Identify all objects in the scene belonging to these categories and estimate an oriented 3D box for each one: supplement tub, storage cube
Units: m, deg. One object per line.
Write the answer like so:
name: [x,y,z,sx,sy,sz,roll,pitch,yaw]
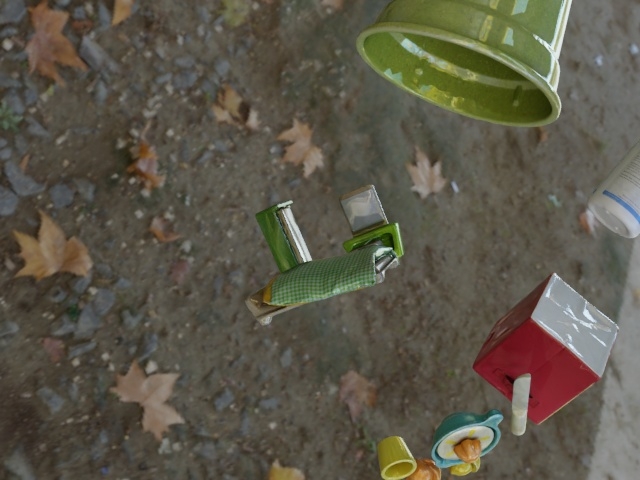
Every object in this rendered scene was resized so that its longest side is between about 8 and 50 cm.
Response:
supplement tub: [0.363,-0.062,1.015,0.071,0.071,0.107,43,87,-19]
storage cube: [0.459,0.216,1.813,0.183,0.193,0.215,41,41,3]

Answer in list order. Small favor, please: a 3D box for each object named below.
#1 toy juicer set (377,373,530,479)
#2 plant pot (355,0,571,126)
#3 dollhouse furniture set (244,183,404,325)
toy juicer set: [0.284,0.390,1.679,0.209,0.329,0.089,51,14,-45]
plant pot: [0.220,-0.319,1.150,0.276,0.276,0.254,26,84,-32]
dollhouse furniture set: [0.000,0.000,1.320,0.301,0.197,0.151,-30,99,-75]
